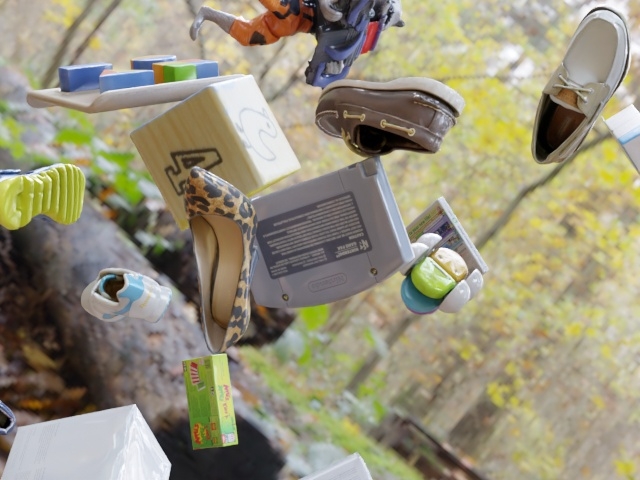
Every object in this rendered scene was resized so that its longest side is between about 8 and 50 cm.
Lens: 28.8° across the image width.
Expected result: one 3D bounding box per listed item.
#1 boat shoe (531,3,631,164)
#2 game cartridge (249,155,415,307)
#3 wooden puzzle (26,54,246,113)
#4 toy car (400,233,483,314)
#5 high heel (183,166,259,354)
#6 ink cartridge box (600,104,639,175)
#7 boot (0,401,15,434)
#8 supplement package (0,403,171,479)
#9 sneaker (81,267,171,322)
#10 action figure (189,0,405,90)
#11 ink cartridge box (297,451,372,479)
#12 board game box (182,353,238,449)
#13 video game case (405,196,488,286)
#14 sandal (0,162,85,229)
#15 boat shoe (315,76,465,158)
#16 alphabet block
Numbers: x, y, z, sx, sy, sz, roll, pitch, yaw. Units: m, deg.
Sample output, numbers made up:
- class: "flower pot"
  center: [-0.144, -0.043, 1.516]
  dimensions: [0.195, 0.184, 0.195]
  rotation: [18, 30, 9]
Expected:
- class: "boat shoe"
  center: [0.445, -0.256, 2.146]
  dimensions: [0.113, 0.103, 0.302]
  rotation: [29, -50, 20]
- class: "game cartridge"
  center: [0.000, 0.000, 1.970]
  dimensions: [0.062, 0.297, 0.198]
  rotation: [-31, 102, -56]
- class: "wooden puzzle"
  center: [-0.352, -0.302, 2.364]
  dimensions: [0.348, 0.322, 0.080]
  rotation: [11, -70, 56]
- class: "toy car"
  center: [0.219, 0.084, 2.468]
  dimensions: [0.159, 0.136, 0.182]
  rotation: [43, 28, 9]
- class: "high heel"
  center: [-0.150, 0.032, 1.757]
  dimensions: [0.093, 0.186, 0.261]
  rotation: [2, -34, 19]
- class: "ink cartridge box"
  center: [0.561, -0.172, 2.199]
  dimensions: [0.104, 0.060, 0.180]
  rotation: [52, 13, -18]
- class: "boot"
  center: [-0.517, 0.212, 1.769]
  dimensions: [0.190, 0.069, 0.086]
  rotation: [35, -19, -19]
- class: "supplement package"
  center: [-0.354, 0.378, 1.862]
  dimensions: [0.194, 0.203, 0.149]
  rotation: [-85, 157, -51]
- class: "sneaker"
  center: [-0.338, 0.083, 2.055]
  dimensions: [0.092, 0.087, 0.229]
  rotation: [31, -21, -33]
- class: "action figure"
  center: [-0.012, -0.397, 1.988]
  dimensions: [0.330, 0.178, 0.341]
  rotation: [3, -30, -21]
- class: "ink cartridge box"
  center: [-0.011, 0.578, 2.280]
  dimensions: [0.130, 0.309, 0.272]
  rotation: [100, -34, -84]
- class: "board game box"
  center: [-0.223, 0.325, 2.509]
  dimensions: [0.092, 0.181, 0.043]
  rotation: [-14, -9, 42]
- class: "video game case"
  center: [0.259, 0.036, 2.780]
  dimensions: [0.193, 0.023, 0.212]
  rotation: [59, -42, 12]
- class: "sandal"
  center: [-0.570, -0.093, 2.412]
  dimensions: [0.138, 0.126, 0.317]
  rotation: [9, 5, 21]
- class: "boat shoe"
  center: [0.086, -0.179, 1.902]
  dimensions: [0.116, 0.096, 0.324]
  rotation: [32, -15, -33]
- class: "alphabet block"
  center: [-0.184, -0.157, 2.214]
  dimensions: [0.197, 0.193, 0.192]
  rotation: [61, 26, -2]
